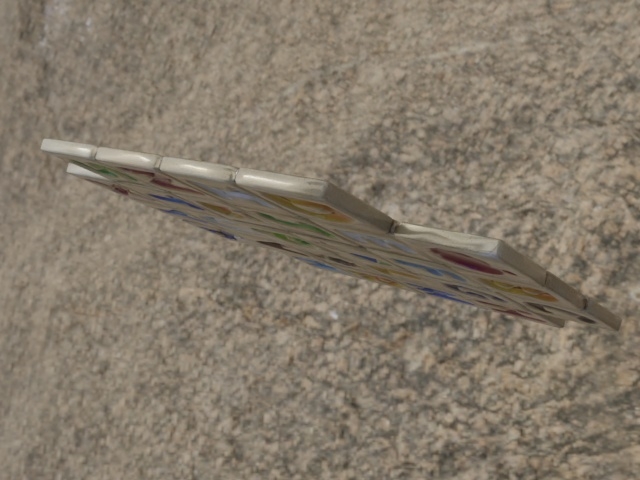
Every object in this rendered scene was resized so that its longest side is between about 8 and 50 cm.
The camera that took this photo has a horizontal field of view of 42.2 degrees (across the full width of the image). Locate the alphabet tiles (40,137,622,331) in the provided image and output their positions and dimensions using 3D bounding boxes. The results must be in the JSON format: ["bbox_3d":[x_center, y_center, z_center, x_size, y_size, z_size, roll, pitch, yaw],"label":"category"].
[{"bbox_3d":[0.000,0.000,0.535,0.342,0.285,0.011,12,81,39],"label":"alphabet tiles"}]
